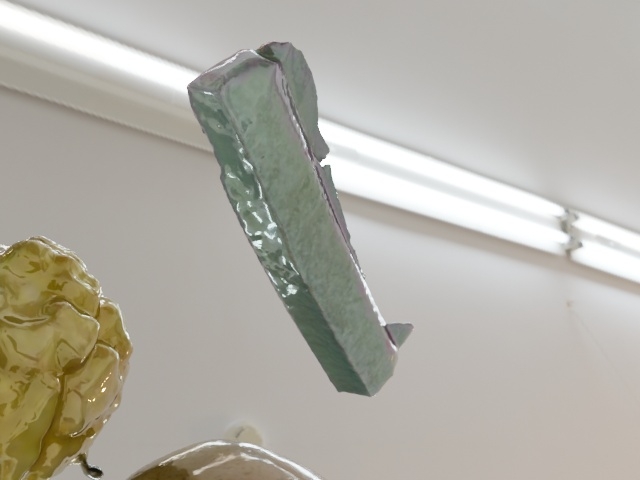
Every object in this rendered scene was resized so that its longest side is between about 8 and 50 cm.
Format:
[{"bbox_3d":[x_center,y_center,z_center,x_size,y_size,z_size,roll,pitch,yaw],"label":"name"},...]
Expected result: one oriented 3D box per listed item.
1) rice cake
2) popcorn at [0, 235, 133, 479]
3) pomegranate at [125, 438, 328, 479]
[{"bbox_3d":[-0.002,0.001,0.484,0.081,0.051,0.290,-46,-47,-23],"label":"rice cake"},{"bbox_3d":[-0.360,0.095,0.690,0.349,0.349,0.381,-28,-84,-42],"label":"popcorn"},{"bbox_3d":[-0.078,0.328,0.634,0.319,0.319,0.319,16,-118,-33],"label":"pomegranate"}]
